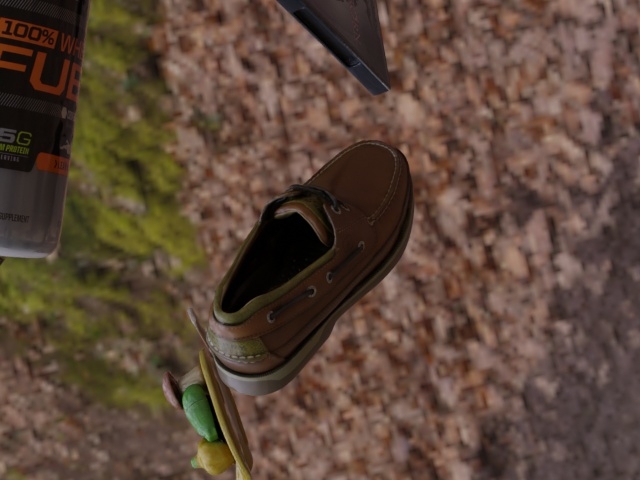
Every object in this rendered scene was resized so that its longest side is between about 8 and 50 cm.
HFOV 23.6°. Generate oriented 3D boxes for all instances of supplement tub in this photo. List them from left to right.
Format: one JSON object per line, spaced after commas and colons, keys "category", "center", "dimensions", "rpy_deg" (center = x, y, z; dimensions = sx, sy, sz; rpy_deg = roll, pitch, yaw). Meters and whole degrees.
{"category": "supplement tub", "center": [-0.297, -0.149, 1.283], "dimensions": [0.193, 0.194, 0.316], "rpy_deg": [-177, 93, -74]}

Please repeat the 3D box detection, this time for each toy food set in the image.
{"category": "toy food set", "center": [-0.145, 0.208, 1.877], "dimensions": [0.128, 0.071, 0.218], "rpy_deg": [65, -177, -54]}

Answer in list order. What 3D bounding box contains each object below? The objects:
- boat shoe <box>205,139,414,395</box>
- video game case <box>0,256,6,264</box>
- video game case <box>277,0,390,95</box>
{"category": "boat shoe", "center": [0.000, 0.000, 1.401], "dimensions": [0.111, 0.307, 0.104], "rpy_deg": [13, 140, 24]}
{"category": "video game case", "center": [-0.467, -0.028, 2.028], "dimensions": [0.035, 0.248, 0.275], "rpy_deg": [36, 176, 17]}
{"category": "video game case", "center": [-0.006, -0.284, 1.528], "dimensions": [0.274, 0.026, 0.196], "rpy_deg": [35, -138, -57]}
